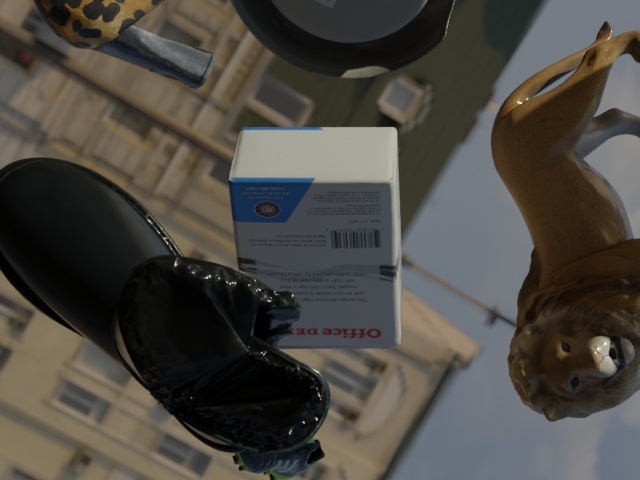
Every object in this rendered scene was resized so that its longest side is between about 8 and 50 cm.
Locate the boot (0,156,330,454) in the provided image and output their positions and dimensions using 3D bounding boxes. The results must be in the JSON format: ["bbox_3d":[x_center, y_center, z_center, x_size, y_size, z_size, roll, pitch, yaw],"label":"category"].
[{"bbox_3d":[-0.101,0.028,0.888,0.094,0.246,0.207,-45,179,-13],"label":"boot"}]

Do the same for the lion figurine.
[{"bbox_3d":[0.251,-0.025,1.497,0.142,0.240,0.392,83,-10,-64],"label":"lion figurine"}]

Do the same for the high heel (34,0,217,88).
[{"bbox_3d":[-0.139,-0.277,1.322,0.093,0.186,0.261,14,-94,49],"label":"high heel"}]

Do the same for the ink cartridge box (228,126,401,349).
[{"bbox_3d":[0.000,0.000,1.423,0.086,0.148,0.203,-84,173,-49],"label":"ink cartridge box"}]

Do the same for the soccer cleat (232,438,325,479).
[{"bbox_3d":[-0.047,0.214,1.619,0.072,0.060,0.179,-26,159,9],"label":"soccer cleat"}]

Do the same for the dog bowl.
[{"bbox_3d":[0.040,-0.402,2.144,0.349,0.349,0.102,-52,-166,33],"label":"dog bowl"}]
